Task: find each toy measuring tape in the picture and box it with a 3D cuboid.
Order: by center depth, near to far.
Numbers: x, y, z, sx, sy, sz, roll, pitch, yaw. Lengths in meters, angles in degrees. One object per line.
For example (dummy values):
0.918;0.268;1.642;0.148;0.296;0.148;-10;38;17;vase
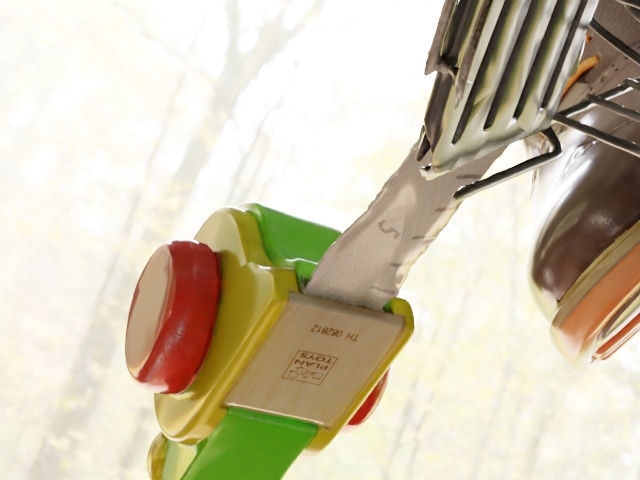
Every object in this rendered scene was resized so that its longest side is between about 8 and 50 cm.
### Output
0.000;0.000;0.684;0.121;0.121;0.330;25;-51;-10;toy measuring tape

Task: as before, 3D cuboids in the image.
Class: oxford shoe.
0.121;-0.047;0.712;0.133;0.130;0.364;43;19;1;oxford shoe

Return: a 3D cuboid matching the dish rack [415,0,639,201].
0.133;-0.108;0.411;0.074;0.208;0.271;33;33;26;dish rack
